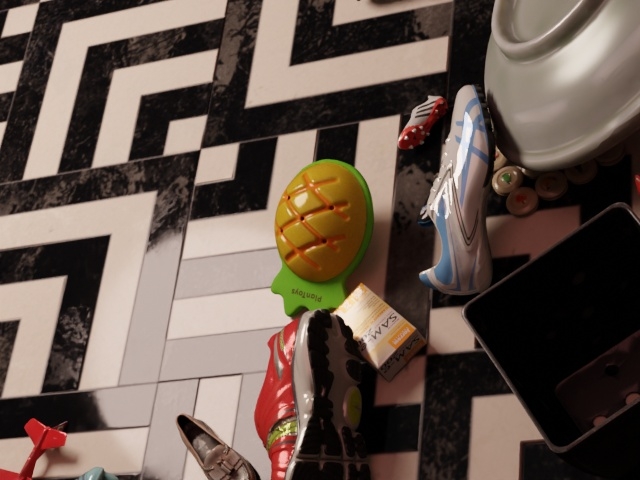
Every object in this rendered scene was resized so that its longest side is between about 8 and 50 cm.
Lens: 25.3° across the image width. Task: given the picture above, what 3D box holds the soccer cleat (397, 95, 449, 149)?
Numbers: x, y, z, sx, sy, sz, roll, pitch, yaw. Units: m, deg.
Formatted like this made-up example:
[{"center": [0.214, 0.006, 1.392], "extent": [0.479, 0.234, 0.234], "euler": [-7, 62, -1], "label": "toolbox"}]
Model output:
[{"center": [0.117, -0.140, 1.694], "extent": [0.083, 0.029, 0.035], "euler": [-48, 41, -13], "label": "soccer cleat"}]

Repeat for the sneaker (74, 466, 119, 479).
[{"center": [-0.189, 0.324, 1.487], "extent": [0.283, 0.110, 0.122], "euler": [27, 70, 38], "label": "sneaker"}]

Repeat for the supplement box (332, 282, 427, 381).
[{"center": [0.059, 0.099, 1.553], "extent": [0.062, 0.036, 0.098], "euler": [-46, 50, -6], "label": "supplement box"}]

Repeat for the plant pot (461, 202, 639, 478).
[{"center": [0.274, 0.116, 1.343], "extent": [0.188, 0.167, 0.187], "euler": [-34, 49, 2], "label": "plant pot"}]

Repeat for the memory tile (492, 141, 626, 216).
[{"center": [0.257, -0.095, 1.597], "extent": [0.148, 0.012, 0.113], "euler": [-31, 50, 6], "label": "memory tile"}]

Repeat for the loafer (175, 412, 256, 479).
[{"center": [-0.119, 0.233, 1.555], "extent": [0.045, 0.039, 0.125], "euler": [-45, 50, -7], "label": "loafer"}]

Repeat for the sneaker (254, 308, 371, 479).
[{"center": [-0.019, 0.212, 1.496], "extent": [0.118, 0.107, 0.279], "euler": [-26, 49, 43], "label": "sneaker"}]

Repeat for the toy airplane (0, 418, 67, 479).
[{"center": [-0.338, 0.270, 1.653], "extent": [0.151, 0.028, 0.151], "euler": [-15, 53, 20], "label": "toy airplane"}]

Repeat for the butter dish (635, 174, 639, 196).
[{"center": [0.383, 0.001, 1.301], "extent": [0.118, 0.160, 0.160], "euler": [-35, 42, 4], "label": "butter dish"}]

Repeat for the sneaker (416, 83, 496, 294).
[{"center": [0.148, -0.058, 1.552], "extent": [0.086, 0.085, 0.237], "euler": [2, 76, 9], "label": "sneaker"}]

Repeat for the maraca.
[{"center": [0.000, 0.000, 1.618], "extent": [0.127, 0.099, 0.186], "euler": [12, 91, 36], "label": "maraca"}]

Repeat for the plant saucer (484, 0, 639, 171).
[{"center": [0.286, -0.268, 1.519], "extent": [0.400, 0.100, 0.400], "euler": [-47, 26, 31], "label": "plant saucer"}]
